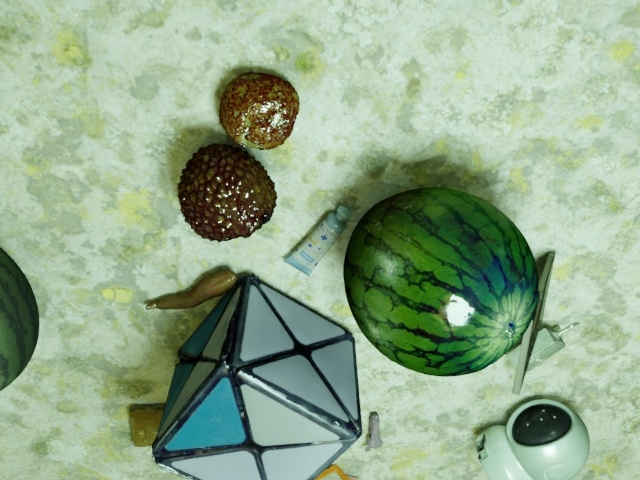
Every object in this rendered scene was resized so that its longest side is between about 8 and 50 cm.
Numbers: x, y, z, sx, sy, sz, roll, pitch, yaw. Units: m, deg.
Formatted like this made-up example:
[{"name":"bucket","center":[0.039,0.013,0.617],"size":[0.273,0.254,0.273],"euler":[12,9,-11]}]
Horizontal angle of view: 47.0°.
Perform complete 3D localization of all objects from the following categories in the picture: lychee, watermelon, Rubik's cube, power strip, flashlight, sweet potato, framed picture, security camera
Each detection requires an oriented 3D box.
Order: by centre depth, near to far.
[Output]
[{"name":"lychee","center":[-0.168,-0.085,1.308],"size":[0.187,0.188,0.188],"euler":[-1,123,-1]},{"name":"watermelon","center":[0.211,0.074,1.312],"size":[0.362,0.363,0.364],"euler":[-1,123,-1]},{"name":"watermelon","center":[-0.675,0.150,1.376],"size":[0.278,0.279,0.360],"euler":[-6,120,2]},{"name":"framed picture","center":[0.421,0.158,1.447],"size":[0.016,0.250,0.184],"euler":[13,126,20]},{"name":"Rubik's cube","center":[-0.127,0.308,1.475],"size":[0.310,0.307,0.305],"euler":[33,118,-19]},{"name":"sweet potato","center":[-0.258,0.109,1.500],"size":[0.214,0.050,0.050],"euler":[-23,121,18]},{"name":"power strip","center":[0.482,0.224,1.585],"size":[0.175,0.042,0.075],"euler":[-42,145,23]},{"name":"security camera","center":[0.497,0.473,1.675],"size":[0.236,0.195,0.194],"euler":[-36,117,21]},{"name":"flashlight","center":[0.125,0.451,1.742],"size":[0.052,0.031,0.111],"euler":[-14,121,-22]}]

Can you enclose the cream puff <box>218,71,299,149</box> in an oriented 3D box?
[{"name":"cream puff","center":[-0.106,-0.216,1.276],"size":[0.148,0.084,0.149],"euler":[0,123,0]}]

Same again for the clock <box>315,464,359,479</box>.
[{"name":"clock","center":[0.017,0.643,1.726],"size":[0.219,0.255,0.106],"euler":[17,119,-9]}]

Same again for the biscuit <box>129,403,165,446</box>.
[{"name":"biscuit","center":[-0.325,0.431,1.714],"size":[0.230,0.025,0.131],"euler":[2,123,-4]}]

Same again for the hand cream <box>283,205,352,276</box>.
[{"name":"hand cream","center":[0.000,0.000,1.443],"size":[0.065,0.043,0.171],"euler":[33,121,-15]}]
